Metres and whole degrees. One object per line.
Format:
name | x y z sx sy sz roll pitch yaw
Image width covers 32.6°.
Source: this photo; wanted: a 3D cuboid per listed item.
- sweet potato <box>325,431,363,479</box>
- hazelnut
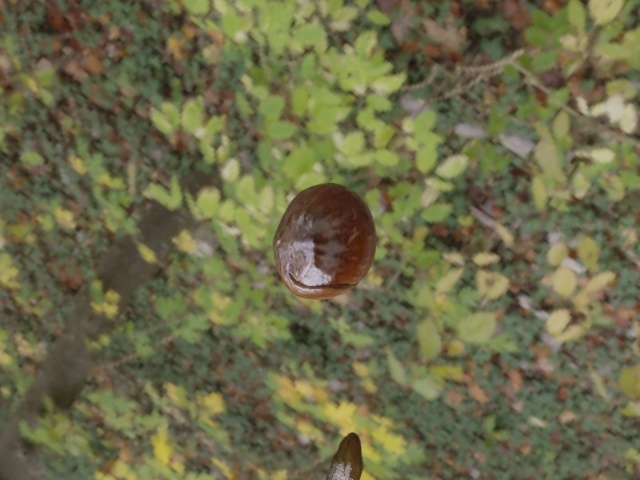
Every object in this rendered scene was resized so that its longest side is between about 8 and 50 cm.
sweet potato | 0.019 0.372 1.623 0.054 0.182 0.053 29 -165 0
hazelnut | 0.000 0.000 1.428 0.143 0.154 0.143 16 -165 -4
